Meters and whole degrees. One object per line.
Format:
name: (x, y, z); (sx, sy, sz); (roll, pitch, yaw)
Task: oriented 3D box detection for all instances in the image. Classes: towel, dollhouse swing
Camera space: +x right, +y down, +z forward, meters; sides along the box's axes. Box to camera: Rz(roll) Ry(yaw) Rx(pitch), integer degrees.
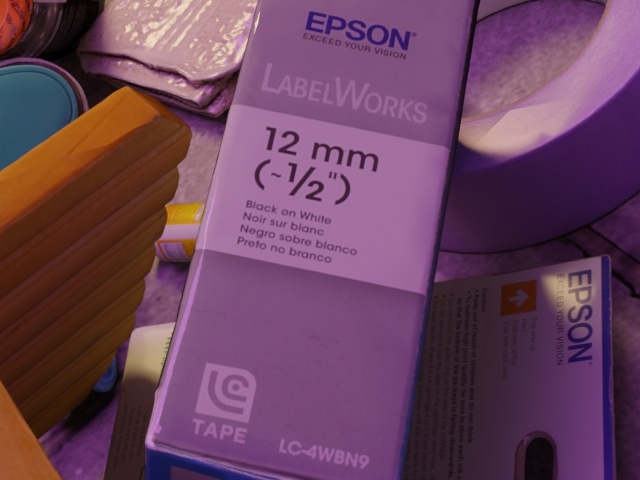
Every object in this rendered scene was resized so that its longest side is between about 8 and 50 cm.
towel: (-0.071, -0.231, 1.255); (0.187, 0.049, 0.282); (19, 67, 39)
dollhouse swing: (-0.138, 0.151, 0.752); (0.305, 0.347, 0.315); (-24, 64, -32)

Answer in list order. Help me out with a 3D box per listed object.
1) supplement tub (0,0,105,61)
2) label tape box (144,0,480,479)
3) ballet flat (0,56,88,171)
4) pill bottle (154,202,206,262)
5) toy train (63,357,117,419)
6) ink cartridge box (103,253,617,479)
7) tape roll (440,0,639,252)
supplement tub: (-0.258, -0.202, 1.237); (0.117, 0.117, 0.190); (-26, 6, 11)
label tape box: (0.000, 0.000, 0.766); (0.115, 0.249, 0.347); (10, 62, 0)
ballet flat: (-0.332, 0.023, 1.159); (0.139, 0.139, 0.400); (22, 68, 41)
pill bottle: (-0.096, -0.006, 1.093); (0.083, 0.043, 0.043); (-2, 55, 30)
toy train: (-0.194, 0.037, 1.075); (0.080, 0.105, 0.184); (-14, 49, 22)
ink cartridge box: (0.018, 0.179, 0.861); (0.330, 0.071, 0.324); (-9, 52, 22)
tape roll: (0.123, -0.128, 1.025); (0.275, 0.090, 0.274); (-17, 48, 19)
